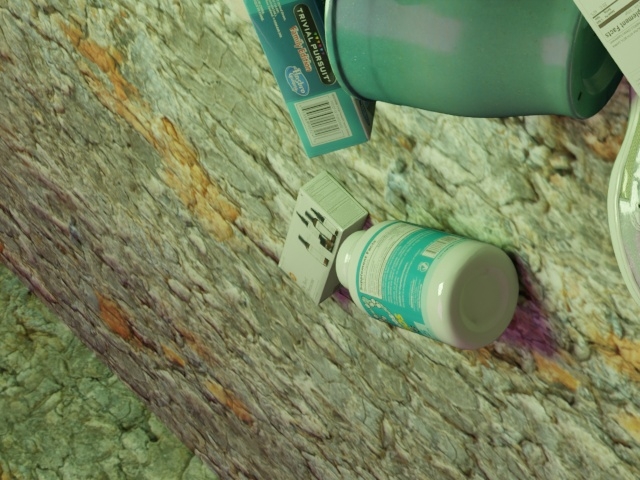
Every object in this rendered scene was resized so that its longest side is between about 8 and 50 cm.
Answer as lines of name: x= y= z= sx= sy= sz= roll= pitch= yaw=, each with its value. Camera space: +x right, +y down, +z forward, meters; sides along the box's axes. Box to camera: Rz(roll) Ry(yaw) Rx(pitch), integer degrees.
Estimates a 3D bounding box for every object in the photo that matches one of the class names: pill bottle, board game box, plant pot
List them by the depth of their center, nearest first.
plant pot: x=0.183 y=-0.244 z=1.542 sx=0.255 sy=0.272 sz=0.272 roll=20 pitch=140 yaw=28
board game box: x=-0.005 y=-0.290 z=1.728 sx=0.079 sy=0.336 sz=0.254 roll=-14 pitch=120 yaw=16
pill bottle: x=0.136 y=0.053 z=2.076 sx=0.264 sy=0.146 sz=0.146 roll=17 pitch=136 yaw=52

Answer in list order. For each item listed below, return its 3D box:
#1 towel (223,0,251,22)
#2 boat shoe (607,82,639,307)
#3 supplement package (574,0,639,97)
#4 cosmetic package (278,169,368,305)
towel: x=-0.170 y=-0.494 z=2.038 sx=0.317 sy=0.053 sz=0.332 roll=43 pitch=153 yaw=21
boat shoe: x=0.357 y=-0.080 z=1.454 sx=0.103 sy=0.118 sz=0.321 roll=-173 pitch=89 yaw=-70
supplement package: x=0.375 y=-0.248 z=1.257 sx=0.145 sy=0.204 sz=0.262 roll=56 pitch=154 yaw=0
cosmetic package: x=0.000 y=0.000 z=2.333 sx=0.099 sy=0.060 sz=0.239 roll=46 pitch=153 yaw=17
